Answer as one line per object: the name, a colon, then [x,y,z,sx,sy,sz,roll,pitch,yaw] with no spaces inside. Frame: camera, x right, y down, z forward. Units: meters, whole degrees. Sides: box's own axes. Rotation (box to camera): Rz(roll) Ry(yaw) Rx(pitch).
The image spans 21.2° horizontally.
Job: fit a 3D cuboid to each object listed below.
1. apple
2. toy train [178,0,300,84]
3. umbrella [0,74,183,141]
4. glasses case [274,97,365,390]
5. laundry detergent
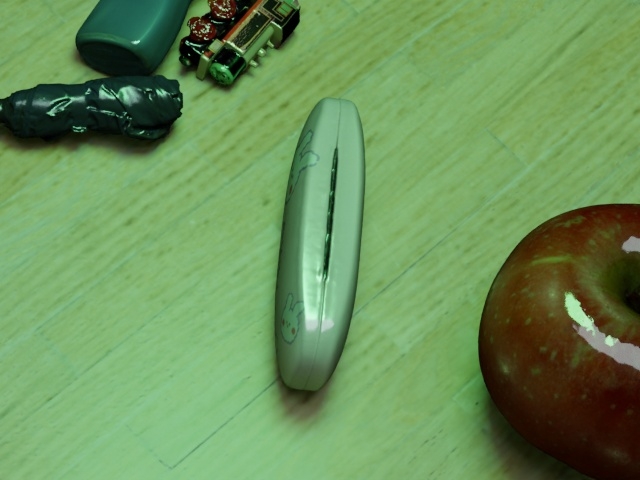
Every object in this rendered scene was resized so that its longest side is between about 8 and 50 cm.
apple: [0.274,0.091,1.567,0.260,0.216,0.260,3,60,-6]
toy train: [-0.086,-0.217,1.775,0.087,0.050,0.138,37,64,5]
umbrella: [-0.259,-0.126,1.688,0.248,0.071,0.071,-2,62,-11]
glasses case: [0.000,0.000,1.633,0.075,0.113,0.297,8,60,-7]
laundry detergent: [-0.170,-0.261,1.777,0.097,0.061,0.206,7,54,30]
